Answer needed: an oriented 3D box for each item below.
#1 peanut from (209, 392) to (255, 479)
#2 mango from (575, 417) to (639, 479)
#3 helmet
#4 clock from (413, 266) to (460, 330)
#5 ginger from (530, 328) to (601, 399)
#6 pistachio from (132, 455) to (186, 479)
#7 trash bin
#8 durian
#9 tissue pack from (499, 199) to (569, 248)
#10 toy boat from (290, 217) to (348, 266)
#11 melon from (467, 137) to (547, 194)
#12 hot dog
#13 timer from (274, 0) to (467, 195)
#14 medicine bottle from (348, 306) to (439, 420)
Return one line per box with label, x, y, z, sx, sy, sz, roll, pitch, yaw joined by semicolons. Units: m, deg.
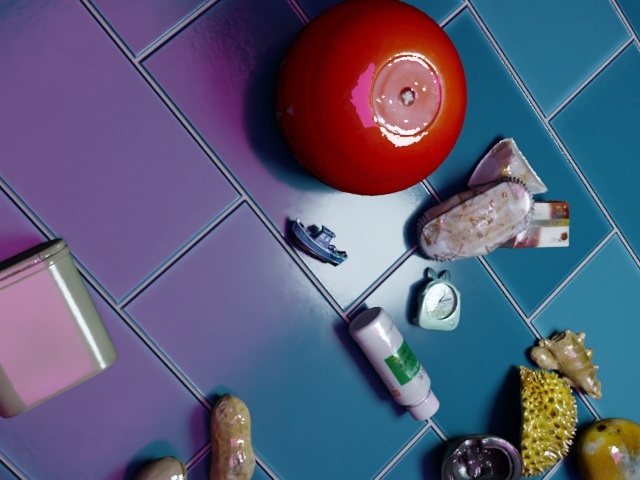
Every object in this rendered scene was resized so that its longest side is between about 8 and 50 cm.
peanut;-0.176;0.412;1.486;0.099;0.099;0.214;-1;88;-20
mango;0.742;0.542;1.801;0.316;0.146;0.193;35;88;-25
helmet;0.349;0.501;1.666;0.176;0.107;0.153;-12;97;-5
clock;0.261;0.130;1.650;0.101;0.041;0.135;8;89;-20
ginger;0.598;0.283;1.764;0.205;0.081;0.115;35;68;-12
pistachio;-0.312;0.485;1.425;0.113;0.113;0.149;32;84;-19
trash bin;-0.518;0.156;1.325;0.243;0.121;0.248;-26;104;-17
durian;0.513;0.422;1.692;0.137;0.183;0.250;5;97;5
tissue pack;0.478;-0.037;1.687;0.148;0.099;0.106;-3;94;-20
toy boat;0.000;0.000;1.535;0.137;0.060;0.061;32;102;-13
melon;0.430;-0.163;1.670;0.202;0.093;0.140;4;85;-24
hot dog;0.333;-0.039;1.605;0.267;0.075;0.144;-24;97;11
timer;0.101;-0.274;1.442;0.377;0.279;0.378;-2;96;-22
medicine bottle;0.161;0.267;1.594;0.095;0.095;0.260;-36;106;-15
